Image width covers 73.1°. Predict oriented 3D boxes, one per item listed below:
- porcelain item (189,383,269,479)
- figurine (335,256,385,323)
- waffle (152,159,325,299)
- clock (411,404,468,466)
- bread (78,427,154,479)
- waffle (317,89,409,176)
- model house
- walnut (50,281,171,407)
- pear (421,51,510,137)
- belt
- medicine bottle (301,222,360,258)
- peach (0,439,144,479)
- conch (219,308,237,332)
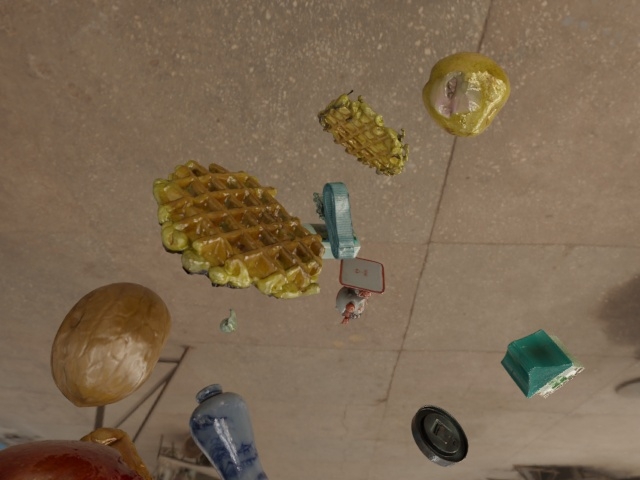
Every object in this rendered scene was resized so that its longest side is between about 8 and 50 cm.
[{"bbox_3d":[-0.207,0.452,0.981,0.141,0.259,0.141,-27,148,-18],"label":"porcelain item"},{"bbox_3d":[0.121,0.203,1.551,0.160,0.183,0.226,14,122,-1],"label":"figurine"},{"bbox_3d":[-0.117,-0.025,0.687,0.282,0.300,0.058,9,127,-39],"label":"waffle"},{"bbox_3d":[0.362,0.597,1.322,0.185,0.184,0.040,17,123,-17],"label":"clock"},{"bbox_3d":[-0.411,0.534,0.868,0.132,0.294,0.167,2,128,-56],"label":"bread"},{"bbox_3d":[0.095,-0.253,1.049,0.262,0.060,0.280,31,172,29],"label":"waffle"},{"bbox_3d":[0.489,0.277,0.969,0.149,0.100,0.127,21,118,-37],"label":"model house"},{"bbox_3d":[-0.335,0.163,0.695,0.167,0.207,0.167,10,143,8],"label":"walnut"},{"bbox_3d":[0.303,-0.312,0.917,0.178,0.178,0.178,2,141,2],"label":"pear"},{"bbox_3d":[0.034,-0.042,0.993,0.065,0.179,0.100,-2,168,-24],"label":"belt"},{"bbox_3d":[0.000,0.000,1.316,0.229,0.121,0.083,1,130,-30],"label":"medicine bottle"},{"bbox_3d":[-0.453,0.472,0.594,0.406,0.335,0.310,-26,162,19],"label":"peach"},{"bbox_3d":[-0.344,0.315,1.655,0.065,0.088,0.180,33,164,6],"label":"conch"}]
